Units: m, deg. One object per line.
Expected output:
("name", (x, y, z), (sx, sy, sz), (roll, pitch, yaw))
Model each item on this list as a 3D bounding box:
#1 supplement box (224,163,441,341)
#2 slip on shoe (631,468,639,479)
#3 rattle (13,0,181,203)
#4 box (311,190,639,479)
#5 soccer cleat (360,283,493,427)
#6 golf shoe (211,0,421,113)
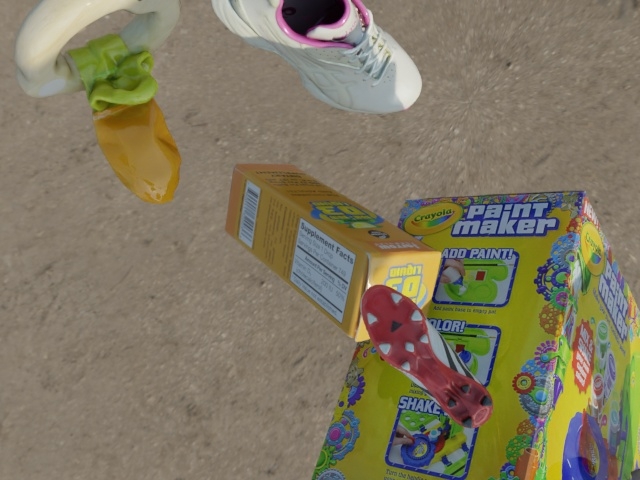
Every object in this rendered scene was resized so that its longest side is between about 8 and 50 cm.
("supplement box", (0.000, 0.000, 0.605), (0.233, 0.078, 0.080), (37, 122, 48))
("slip on shoe", (0.278, 0.216, 0.530), (0.041, 0.135, 0.052), (-19, 88, 12))
("rattle", (-0.116, -0.130, 0.462), (0.199, 0.130, 0.143), (-32, 72, 36))
("box", (0.175, 0.151, 0.638), (0.176, 0.279, 0.290), (-1, 147, 38))
("soccer cleat", (0.049, 0.055, 0.325), (0.029, 0.035, 0.083), (-44, 90, -1))
("golf shoe", (0.022, -0.225, 0.790), (0.306, 0.140, 0.115), (22, 93, -36))
